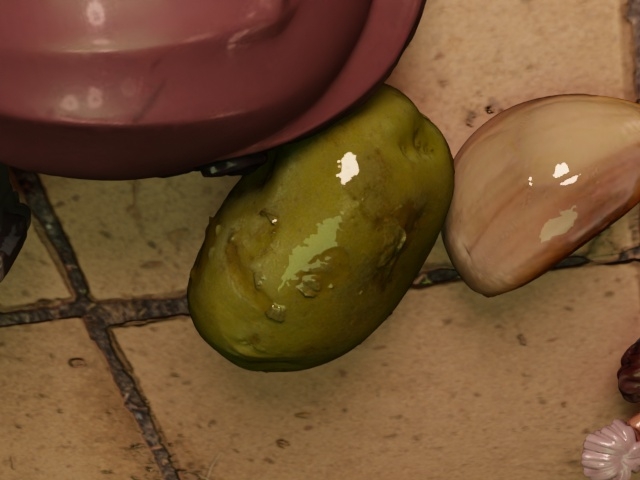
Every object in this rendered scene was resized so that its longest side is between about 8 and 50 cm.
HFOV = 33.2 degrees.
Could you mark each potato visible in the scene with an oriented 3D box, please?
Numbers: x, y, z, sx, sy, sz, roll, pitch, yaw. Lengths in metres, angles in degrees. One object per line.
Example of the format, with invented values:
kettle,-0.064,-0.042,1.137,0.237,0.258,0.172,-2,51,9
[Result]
potato,0.000,0.000,0.784,0.148,0.186,0.253,31,131,3

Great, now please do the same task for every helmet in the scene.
helmet,-0.117,-0.161,0.618,0.338,0.197,0.271,-1,101,17

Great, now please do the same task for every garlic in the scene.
garlic,0.146,-0.031,0.798,0.115,0.128,0.206,46,129,0

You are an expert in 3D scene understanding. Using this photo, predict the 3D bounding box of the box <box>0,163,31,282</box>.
box,-0.340,-0.027,0.795,0.226,0.162,0.130,5,118,0

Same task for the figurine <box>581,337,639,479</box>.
figurine,0.312,0.145,0.902,0.174,0.116,0.240,11,134,1
